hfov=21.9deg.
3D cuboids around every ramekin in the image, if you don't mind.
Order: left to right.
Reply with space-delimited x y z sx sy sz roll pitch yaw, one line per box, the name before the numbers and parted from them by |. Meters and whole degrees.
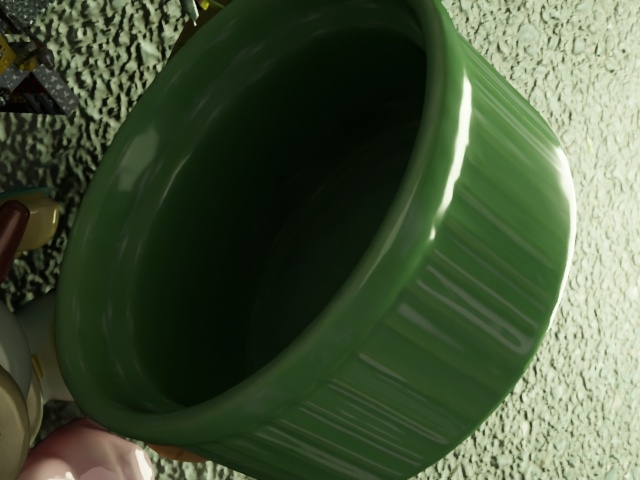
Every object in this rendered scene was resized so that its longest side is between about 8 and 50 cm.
ramekin | 0.000 0.000 0.953 0.148 0.303 0.303 34 72 -34

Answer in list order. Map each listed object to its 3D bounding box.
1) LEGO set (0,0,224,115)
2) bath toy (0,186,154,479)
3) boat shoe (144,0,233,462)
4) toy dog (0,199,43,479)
LEGO set | -0.216 -0.169 0.958 0.331 0.192 0.255 -45 122 -29
bath toy | -0.178 0.146 1.075 0.151 0.129 0.348 -11 103 6
boat shoe | -0.070 -0.022 1.155 0.123 0.123 0.342 8 92 -9
toy dog | -0.281 0.031 0.859 0.333 0.220 0.161 14 90 -32
